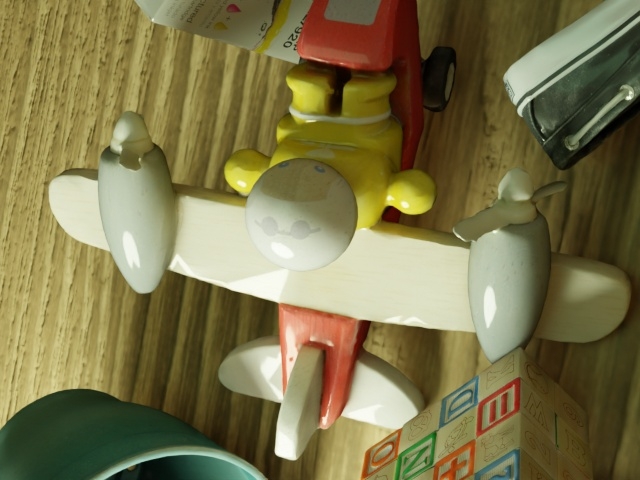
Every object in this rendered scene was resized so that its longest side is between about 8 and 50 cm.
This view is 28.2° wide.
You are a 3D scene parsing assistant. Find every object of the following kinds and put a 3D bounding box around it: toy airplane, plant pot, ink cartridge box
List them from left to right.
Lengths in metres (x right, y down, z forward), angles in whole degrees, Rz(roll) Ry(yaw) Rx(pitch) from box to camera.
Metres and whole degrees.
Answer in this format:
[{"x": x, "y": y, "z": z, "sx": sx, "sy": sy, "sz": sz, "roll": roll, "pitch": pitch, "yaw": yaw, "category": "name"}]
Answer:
[{"x": -0.206, "y": 0.270, "z": 1.232, "sx": 0.255, "sy": 0.272, "sz": 0.271, "roll": 31, "pitch": 105, "yaw": 55, "category": "plant pot"}, {"x": -0.068, "y": -0.291, "z": 1.193, "sx": 0.171, "sy": 0.233, "sz": 0.168, "roll": -53, "pitch": 56, "yaw": 23, "category": "ink cartridge box"}, {"x": 0.000, "y": 0.000, "z": 1.057, "sx": 0.386, "sy": 0.272, "sz": 0.384, "roll": -35, "pitch": 84, "yaw": 13, "category": "toy airplane"}]

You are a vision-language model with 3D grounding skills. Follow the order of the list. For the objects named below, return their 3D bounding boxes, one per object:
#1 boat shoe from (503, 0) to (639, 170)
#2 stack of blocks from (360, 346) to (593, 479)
[{"x": 0.282, "y": -0.159, "z": 0.937, "sx": 0.306, "sy": 0.113, "sz": 0.105, "roll": -33, "pitch": 76, "yaw": 21, "category": "boat shoe"}, {"x": 0.105, "y": 0.229, "z": 0.918, "sx": 0.171, "sy": 0.087, "sz": 0.297, "roll": -38, "pitch": 17, "yaw": 25, "category": "stack of blocks"}]
